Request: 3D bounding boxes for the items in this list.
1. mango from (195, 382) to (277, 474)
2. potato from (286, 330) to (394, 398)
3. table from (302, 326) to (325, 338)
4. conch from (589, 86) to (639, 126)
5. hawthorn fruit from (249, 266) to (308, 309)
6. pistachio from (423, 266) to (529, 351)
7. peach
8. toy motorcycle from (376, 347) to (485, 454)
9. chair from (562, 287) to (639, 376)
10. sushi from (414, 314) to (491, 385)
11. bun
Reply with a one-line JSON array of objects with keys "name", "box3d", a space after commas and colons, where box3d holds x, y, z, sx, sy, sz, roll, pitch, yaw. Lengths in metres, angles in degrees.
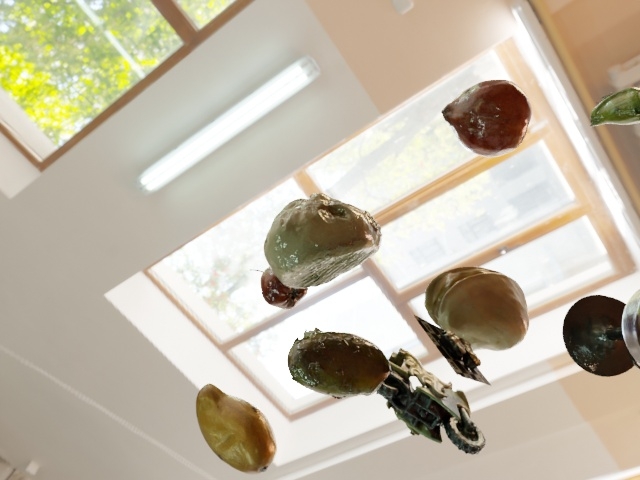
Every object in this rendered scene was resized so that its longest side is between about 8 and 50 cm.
[{"name": "mango", "box3d": [-0.208, 0.461, 1.369, 0.262, 0.157, 0.109, 38, -160, 32]}, {"name": "potato", "box3d": [0.046, 0.278, 1.255, 0.251, 0.113, 0.149, 9, -123, -8]}, {"name": "table", "box3d": [-0.021, 0.345, 1.869, 0.079, 0.062, 0.083, 38, -126, -30]}, {"name": "conch", "box3d": [0.816, -0.353, 1.460, 0.079, 0.201, 0.095, 4, -90, -52]}, {"name": "hawthorn fruit", "box3d": [-0.140, 0.136, 1.868, 0.162, 0.162, 0.203, 39, -179, -43]}, {"name": "pistachio", "box3d": [0.449, 0.196, 1.574, 0.321, 0.238, 0.229, 15, -171, -22]}, {"name": "peach", "box3d": [0.499, -0.376, 1.695, 0.232, 0.256, 0.232, -171, 90, -86]}, {"name": "toy motorcycle", "box3d": [0.316, 0.482, 1.699, 0.410, 0.169, 0.237, 33, -165, 3]}, {"name": "chair", "box3d": [0.765, 0.218, 1.327, 0.401, 0.226, 0.226, 81, 164, -78]}, {"name": "sushi", "box3d": [0.335, 0.256, 1.346, 0.210, 0.040, 0.193, 29, -160, -45]}, {"name": "bun", "box3d": [0.000, 0.000, 1.642, 0.362, 0.326, 0.234, -11, -117, -26]}]
